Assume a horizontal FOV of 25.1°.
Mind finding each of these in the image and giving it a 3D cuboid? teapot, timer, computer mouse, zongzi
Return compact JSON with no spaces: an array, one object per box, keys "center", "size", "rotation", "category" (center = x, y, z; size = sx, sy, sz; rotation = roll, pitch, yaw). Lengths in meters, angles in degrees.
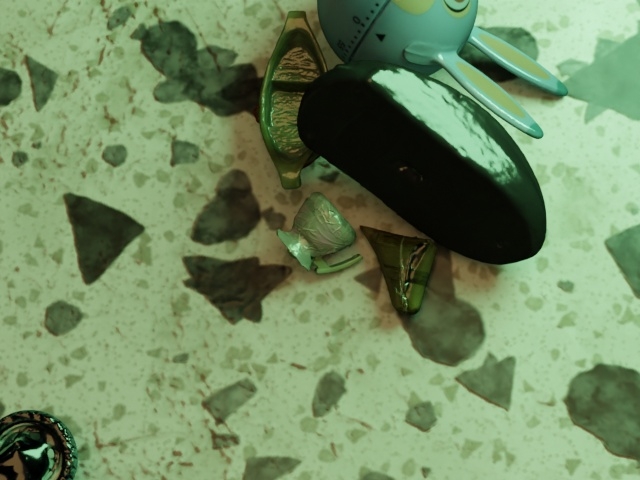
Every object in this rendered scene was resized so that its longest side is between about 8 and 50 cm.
[{"center":[0.000,0.000,1.399],"size":[0.064,0.064,0.083],"rotation":[-41,106,0],"category":"teapot"},{"center":[0.121,-0.219,1.391],"size":[0.255,0.175,0.175],"rotation":[18,76,16],"category":"timer"},{"center":[0.106,-0.085,1.361],"size":[0.269,0.137,0.086],"rotation":[36,53,-10],"category":"computer mouse"},{"center":[0.065,0.029,1.395],"size":[0.083,0.040,0.076],"rotation":[14,82,20],"category":"zongzi"}]

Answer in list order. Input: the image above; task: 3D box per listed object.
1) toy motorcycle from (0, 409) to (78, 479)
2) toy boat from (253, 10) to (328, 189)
[{"center":[-0.348,0.276,1.316],"size":[0.315,0.113,0.169],"rotation":[-23,78,-2],"category":"toy motorcycle"},{"center":[-0.024,-0.133,1.428],"size":[0.089,0.071,0.185],"rotation":[0,74,6],"category":"toy boat"}]
